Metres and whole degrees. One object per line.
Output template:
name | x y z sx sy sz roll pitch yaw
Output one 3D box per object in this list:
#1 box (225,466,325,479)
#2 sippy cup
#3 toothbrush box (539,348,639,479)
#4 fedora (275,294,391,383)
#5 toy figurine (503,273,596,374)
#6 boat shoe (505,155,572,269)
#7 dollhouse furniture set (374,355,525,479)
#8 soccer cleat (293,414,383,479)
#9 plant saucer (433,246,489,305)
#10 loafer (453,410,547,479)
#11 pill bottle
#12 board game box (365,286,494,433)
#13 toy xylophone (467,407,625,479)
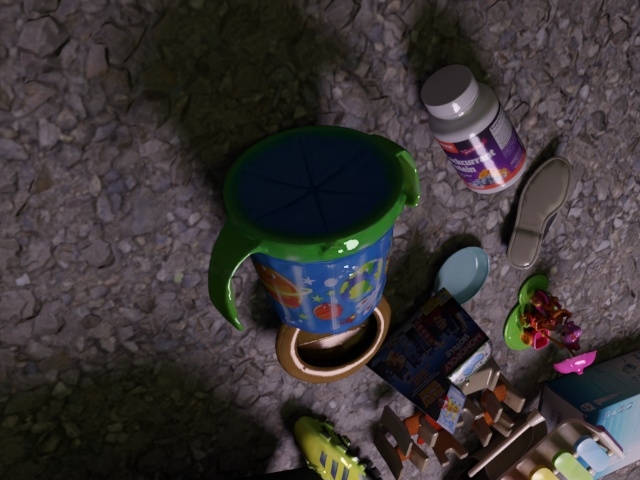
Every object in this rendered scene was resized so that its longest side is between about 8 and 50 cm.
box | -0.183 0.642 1.209 0.479 0.297 0.472 -3 101 -25
sippy cup | 0.000 0.000 1.107 0.305 0.240 0.224 -8 135 -1
toothbrush box | 0.621 0.389 1.782 0.295 0.126 0.216 -13 122 -26
fedora | 0.012 0.130 1.269 0.194 0.079 0.194 -12 122 -20
toy figurine | 0.445 0.171 1.520 0.130 0.159 0.173 -17 124 -24
boat shoe | 0.379 -0.051 1.428 0.065 0.075 0.206 -32 142 -75
dollhouse furniture set | 0.234 0.285 1.497 0.262 0.135 0.259 -14 134 -26
soccer cleat | 0.022 0.409 1.431 0.121 0.093 0.289 -38 130 -1
plant saucer | 0.240 0.060 1.413 0.119 0.021 0.119 -15 124 -24
loafer | 0.362 0.459 1.670 0.092 0.102 0.268 35 90 -29
pill bottle | 0.226 -0.167 1.215 0.108 0.108 0.193 -45 131 -3
board game box | 0.193 0.208 1.339 0.194 0.194 0.060 -43 132 7
toy xylophone | 0.424 0.462 1.590 0.236 0.081 0.323 34 100 -33
